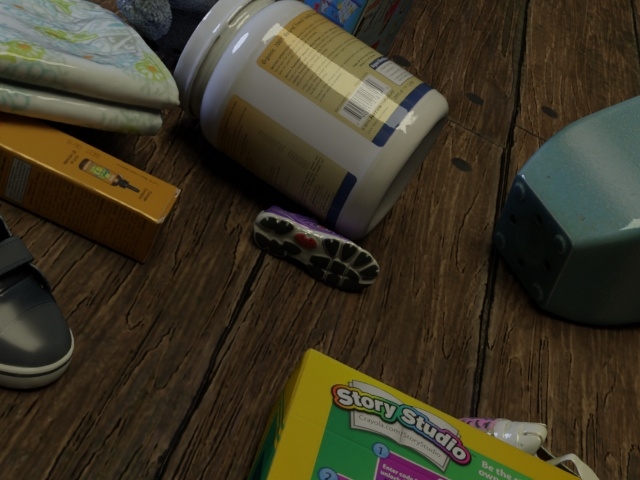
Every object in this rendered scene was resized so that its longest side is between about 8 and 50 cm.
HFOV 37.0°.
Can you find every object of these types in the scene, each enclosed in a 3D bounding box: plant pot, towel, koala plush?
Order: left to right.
[{"bbox_3d":[-0.383,-0.249,1.158,0.374,0.090,0.320,8,25,-32],"label":"towel"},{"bbox_3d":[-0.195,-0.341,1.384,0.203,0.221,0.196,-36,51,-10],"label":"koala plush"},{"bbox_3d":[0.399,-0.023,1.371,0.252,0.248,0.247,-15,52,-21],"label":"plant pot"}]

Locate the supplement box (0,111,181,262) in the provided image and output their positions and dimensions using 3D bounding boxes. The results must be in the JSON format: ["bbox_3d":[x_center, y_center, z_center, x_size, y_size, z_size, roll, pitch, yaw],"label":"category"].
[{"bbox_3d":[-0.284,-0.065,1.090,0.233,0.080,0.078,24,37,-4],"label":"supplement box"}]

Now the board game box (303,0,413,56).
[{"bbox_3d":[0.058,-0.352,1.471,0.086,0.302,0.308,33,36,7],"label":"board game box"}]

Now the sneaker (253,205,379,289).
[{"bbox_3d":[0.000,0.000,1.212,0.169,0.068,0.071,29,30,0],"label":"sneaker"}]

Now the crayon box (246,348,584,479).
[{"bbox_3d":[0.098,0.303,0.880,0.362,0.106,0.313,27,35,-4],"label":"crayon box"}]

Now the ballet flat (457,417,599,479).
[{"bbox_3d":[0.249,0.253,1.061,0.221,0.079,0.077,37,38,11],"label":"ballet flat"}]

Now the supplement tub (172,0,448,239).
[{"bbox_3d":[-0.016,-0.174,1.269,0.316,0.228,0.228,35,37,8],"label":"supplement tub"}]

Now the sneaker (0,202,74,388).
[{"bbox_3d":[-0.360,0.005,0.916,0.321,0.127,0.126,38,35,9],"label":"sneaker"}]
